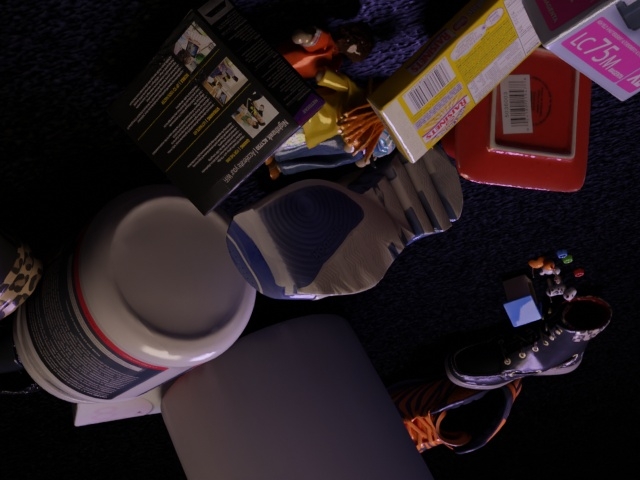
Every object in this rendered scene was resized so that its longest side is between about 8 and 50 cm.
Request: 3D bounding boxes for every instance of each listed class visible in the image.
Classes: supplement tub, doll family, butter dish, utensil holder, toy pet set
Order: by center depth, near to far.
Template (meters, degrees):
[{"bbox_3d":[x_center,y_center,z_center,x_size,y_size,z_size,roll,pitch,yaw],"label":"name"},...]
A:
[{"bbox_3d":[0.020,-0.107,1.387,0.163,0.118,0.263,-13,161,8],"label":"doll family"},{"bbox_3d":[0.171,-0.129,1.423,0.160,0.160,0.118,5,177,-32],"label":"butter dish"},{"bbox_3d":[-0.205,0.066,1.572,0.191,0.191,0.272,0,163,-31],"label":"supplement tub"},{"bbox_3d":[-0.011,0.339,2.059,0.328,0.385,0.327,-23,160,-9],"label":"utensil holder"},{"bbox_3d":[0.316,0.073,2.092,0.114,0.065,0.122,-20,157,18],"label":"toy pet set"}]

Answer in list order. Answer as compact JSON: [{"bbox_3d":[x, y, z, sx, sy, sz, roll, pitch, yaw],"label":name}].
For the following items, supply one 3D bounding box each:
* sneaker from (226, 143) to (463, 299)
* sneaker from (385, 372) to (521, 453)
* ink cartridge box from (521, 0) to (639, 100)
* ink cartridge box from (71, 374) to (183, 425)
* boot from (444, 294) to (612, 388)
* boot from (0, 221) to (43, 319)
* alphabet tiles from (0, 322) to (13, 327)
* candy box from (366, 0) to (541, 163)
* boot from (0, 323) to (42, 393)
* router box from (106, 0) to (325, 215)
[{"bbox_3d":[0.001,0.000,1.564,0.182,0.127,0.315,-24,180,41],"label":"sneaker"},{"bbox_3d":[0.174,0.294,2.405,0.321,0.124,0.180,-32,-173,19],"label":"sneaker"},{"bbox_3d":[0.346,-0.242,1.264,0.311,0.065,0.186,-34,153,23],"label":"ink cartridge box"},{"bbox_3d":[-0.250,0.192,2.081,0.189,0.066,0.232,-7,162,-17],"label":"ink cartridge box"},{"bbox_3d":[0.321,0.152,2.282,0.236,0.085,0.178,-6,153,-17],"label":"boot"},{"bbox_3d":[-0.477,0.029,1.437,0.377,0.138,0.284,-21,158,6],"label":"boot"},{"bbox_3d":[-0.463,0.157,1.930,0.237,0.009,0.198,-11,159,-5],"label":"alphabet tiles"},{"bbox_3d":[0.135,-0.165,1.296,0.206,0.027,0.105,-43,152,-2],"label":"candy box"},{"bbox_3d":[-0.441,0.188,1.876,0.207,0.094,0.246,-9,153,0],"label":"boot"},{"bbox_3d":[-0.095,-0.116,1.287,0.046,0.133,0.179,-46,-175,-41],"label":"router box"}]
